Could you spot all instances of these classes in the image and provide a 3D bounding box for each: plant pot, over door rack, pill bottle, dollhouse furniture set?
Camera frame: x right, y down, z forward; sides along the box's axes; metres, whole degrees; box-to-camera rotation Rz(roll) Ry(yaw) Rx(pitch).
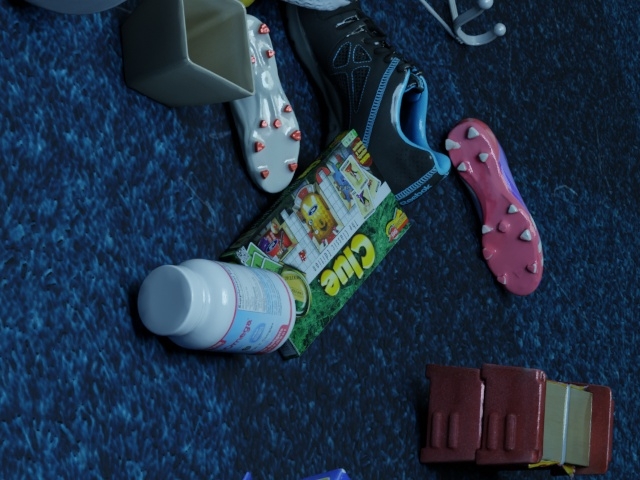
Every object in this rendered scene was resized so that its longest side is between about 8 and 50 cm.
[{"bbox_3d":[-0.140,-0.193,1.733,0.109,0.096,0.109,23,53,-50],"label":"plant pot"},{"bbox_3d":[0.145,-0.419,2.333,0.324,0.108,0.240,16,57,-54],"label":"over door rack"},{"bbox_3d":[-0.100,0.064,1.644,0.160,0.087,0.087,10,63,-56],"label":"pill bottle"},{"bbox_3d":[0.220,0.334,1.977,0.201,0.152,0.374,20,72,-53],"label":"dollhouse furniture set"}]

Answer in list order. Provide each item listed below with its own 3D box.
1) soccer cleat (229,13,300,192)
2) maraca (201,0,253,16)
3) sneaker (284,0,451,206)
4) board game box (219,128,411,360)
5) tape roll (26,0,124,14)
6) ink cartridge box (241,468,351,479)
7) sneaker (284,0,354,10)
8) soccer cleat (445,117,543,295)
[{"bbox_3d":[-0.070,-0.149,1.858,0.068,0.076,0.196,-16,101,-27],"label":"soccer cleat"},{"bbox_3d":[-0.113,-0.299,1.834,0.186,0.127,0.099,-77,173,-55],"label":"maraca"},{"bbox_3d":[0.061,-0.198,2.021,0.125,0.139,0.341,2,68,-55],"label":"sneaker"},{"bbox_3d":[0.000,0.000,1.853,0.136,0.030,0.260,60,44,-19],"label":"board game box"},{"bbox_3d":[-0.221,-0.320,1.558,0.219,0.219,0.072,62,31,-11],"label":"tape roll"},{"bbox_3d":[-0.009,0.397,1.525,0.395,0.151,0.270,56,32,-17],"label":"ink cartridge box"},{"bbox_3d":[0.028,-0.422,1.968,0.366,0.137,0.210,-59,163,-50],"label":"sneaker"},{"bbox_3d":[0.241,-0.048,2.284,0.248,0.083,0.095,66,25,1],"label":"soccer cleat"}]
